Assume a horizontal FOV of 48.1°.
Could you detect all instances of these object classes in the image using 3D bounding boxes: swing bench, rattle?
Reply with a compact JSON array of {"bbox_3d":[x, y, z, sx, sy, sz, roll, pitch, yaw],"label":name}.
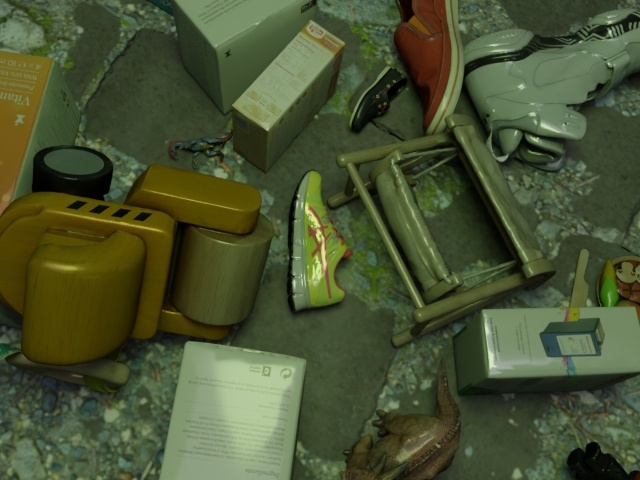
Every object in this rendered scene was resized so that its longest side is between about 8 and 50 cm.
[{"bbox_3d":[0.178,-0.023,1.021,0.254,0.165,0.253,-22,74,-12],"label":"swing bench"},{"bbox_3d":[-0.337,0.116,0.927,0.199,0.130,0.143,21,81,-21],"label":"rattle"}]

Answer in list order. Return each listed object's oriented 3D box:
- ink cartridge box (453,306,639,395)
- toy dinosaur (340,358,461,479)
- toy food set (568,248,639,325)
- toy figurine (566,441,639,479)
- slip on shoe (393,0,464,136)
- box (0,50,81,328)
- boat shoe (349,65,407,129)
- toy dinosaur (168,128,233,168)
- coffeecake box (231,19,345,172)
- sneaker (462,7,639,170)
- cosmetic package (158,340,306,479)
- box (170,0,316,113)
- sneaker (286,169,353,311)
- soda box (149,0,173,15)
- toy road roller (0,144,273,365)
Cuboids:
[{"bbox_3d":[0.304,0.153,0.975,0.212,0.154,0.093,0,69,-4],"label":"ink cartridge box"},{"bbox_3d":[0.104,0.276,0.890,0.127,0.200,0.295,43,72,10],"label":"toy dinosaur"},{"bbox_3d":[0.477,0.083,1.076,0.191,0.038,0.133,15,70,0],"label":"toy food set"},{"bbox_3d":[0.361,0.375,0.878,0.209,0.213,0.148,-42,95,-14],"label":"toy figurine"},{"bbox_3d":[0.166,-0.304,1.142,0.101,0.123,0.332,3,65,-6],"label":"slip on shoe"},{"bbox_3d":[-0.488,-0.076,0.977,0.214,0.168,0.346,8,71,-2],"label":"box"},{"bbox_3d":[0.092,-0.223,1.144,0.042,0.049,0.133,32,66,15],"label":"boat shoe"},{"bbox_3d":[-0.189,-0.143,1.108,0.082,0.047,0.090,14,37,9],"label":"toy dinosaur"},{"bbox_3d":[-0.049,-0.213,1.078,0.068,0.142,0.185,36,71,7],"label":"coffeecake box"},{"bbox_3d":[0.408,-0.232,1.134,0.365,0.137,0.210,-8,72,-3],"label":"sneaker"},{"bbox_3d":[-0.114,0.326,0.857,0.155,0.197,0.366,9,69,-2],"label":"cosmetic package"},{"bbox_3d":[-0.113,-0.320,1.090,0.181,0.182,0.119,-35,75,-16],"label":"box"},{"bbox_3d":[0.000,0.000,1.047,0.094,0.081,0.209,2,81,-6],"label":"sneaker"},{"bbox_3d":[-0.266,-0.435,1.174,0.210,0.071,0.067,32,71,6],"label":"soda box"},{"bbox_3d":[-0.229,0.040,0.871,0.329,0.203,0.241,11,29,-11],"label":"toy road roller"}]
